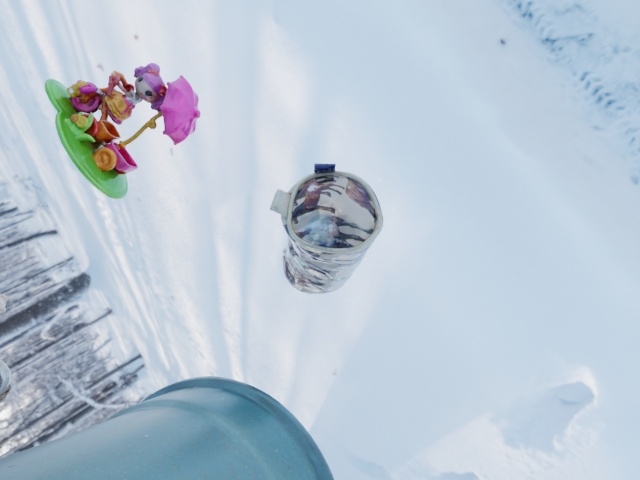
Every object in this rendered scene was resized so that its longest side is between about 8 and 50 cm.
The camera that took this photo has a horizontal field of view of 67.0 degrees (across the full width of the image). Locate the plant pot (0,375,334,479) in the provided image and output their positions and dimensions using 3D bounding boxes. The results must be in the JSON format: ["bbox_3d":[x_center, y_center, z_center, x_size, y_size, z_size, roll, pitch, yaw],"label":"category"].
[{"bbox_3d":[-0.186,0.302,0.405,0.341,0.341,0.334,46,-174,22],"label":"plant pot"}]

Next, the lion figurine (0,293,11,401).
[{"bbox_3d":[-0.383,0.116,0.242,0.240,0.392,0.142,1,112,64],"label":"lion figurine"}]

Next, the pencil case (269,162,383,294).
[{"bbox_3d":[0.000,0.000,0.972,0.184,0.159,0.410,25,163,3],"label":"pencil case"}]

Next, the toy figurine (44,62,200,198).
[{"bbox_3d":[-0.237,-0.166,0.621,0.173,0.159,0.130,62,-176,0],"label":"toy figurine"}]
